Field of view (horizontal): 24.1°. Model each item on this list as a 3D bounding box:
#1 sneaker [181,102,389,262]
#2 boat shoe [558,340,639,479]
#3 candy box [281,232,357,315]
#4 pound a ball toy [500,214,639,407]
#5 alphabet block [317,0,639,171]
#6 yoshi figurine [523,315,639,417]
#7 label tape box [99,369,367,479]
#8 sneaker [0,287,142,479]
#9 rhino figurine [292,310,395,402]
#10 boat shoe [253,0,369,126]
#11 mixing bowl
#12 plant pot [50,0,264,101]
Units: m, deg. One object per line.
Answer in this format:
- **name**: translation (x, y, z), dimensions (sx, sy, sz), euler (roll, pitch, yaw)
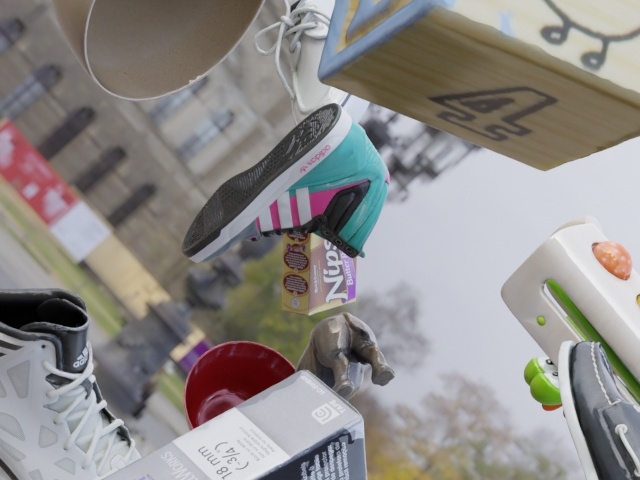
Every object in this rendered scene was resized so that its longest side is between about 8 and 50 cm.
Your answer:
- **sneaker**: translation (-0.024, -0.030, 1.917), dimensions (0.178, 0.295, 0.124), euler (41, 30, -24)
- **boat shoe**: translation (0.288, 0.212, 1.381), dimensions (0.114, 0.091, 0.303), euler (47, 28, -47)
- **candy box**: translation (0.000, 0.000, 2.036), dimensions (0.053, 0.187, 0.109), euler (9, 14, 37)
- **pound a ball toy**: translation (0.362, 0.089, 1.750), dimensions (0.208, 0.136, 0.319), euler (-9, 56, -54)
- **alphabet block**: translation (0.137, -0.180, 1.043), dimensions (0.197, 0.192, 0.193), euler (19, -13, -19)
- **yoshi figurine**: translation (0.499, 0.183, 2.315), dimensions (0.203, 0.362, 0.203), euler (175, -86, -74)
- **label tape box**: translation (-0.111, 0.304, 1.424), dimensions (0.106, 0.333, 0.241), euler (36, -37, 42)
- **sneaker**: translation (-0.326, 0.234, 1.952), dimensions (0.447, 0.257, 0.169), euler (37, 37, -4)
- **rhino figurine**: translation (-0.002, 0.175, 1.621), dimensions (0.243, 0.073, 0.106), euler (-62, -144, 39)
- **boat shoe**: translation (-0.012, -0.293, 2.090), dimensions (0.156, 0.135, 0.367), euler (42, 36, -32)
- **mixing bowl**: translation (-0.114, 0.241, 2.083), dimensions (0.181, 0.181, 0.098), euler (47, -31, 5)
- **plant pot**: translation (-0.223, -0.339, 1.829), dimensions (0.191, 0.284, 0.284), euler (44, -8, 28)
